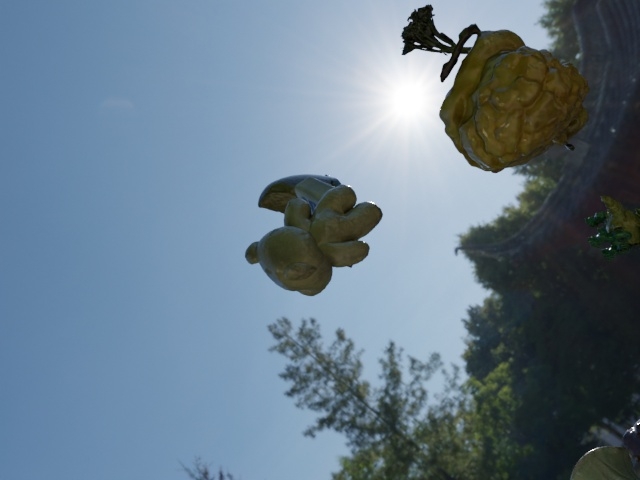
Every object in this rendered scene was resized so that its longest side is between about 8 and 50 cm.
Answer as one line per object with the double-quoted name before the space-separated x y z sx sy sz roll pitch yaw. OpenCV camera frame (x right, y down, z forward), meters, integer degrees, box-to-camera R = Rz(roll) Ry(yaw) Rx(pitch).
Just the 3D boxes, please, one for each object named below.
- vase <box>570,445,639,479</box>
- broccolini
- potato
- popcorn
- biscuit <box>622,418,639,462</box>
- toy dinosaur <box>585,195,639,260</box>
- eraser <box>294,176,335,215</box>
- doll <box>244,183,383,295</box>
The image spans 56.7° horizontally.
"vase" 0.650 0.568 1.059 0.249 0.445 0.250 -9 -66 -20
"broccolini" 0.335 -0.527 1.486 0.062 0.271 0.123 -92 2 -75
"potato" -0.064 -0.140 1.859 0.255 0.269 0.112 3 -59 -20
"popcorn" 0.430 -0.336 1.377 0.349 0.382 0.349 -29 -7 -4
"biscuit" 0.902 0.413 1.241 0.342 0.395 0.166 -6 -90 -21
"toy dinosaur" 0.648 -0.034 1.285 0.259 0.094 0.153 22 -33 -30
"eraser" 0.014 -0.070 1.349 0.058 0.172 0.117 -31 -60 -17
"doll" 0.003 0.003 1.143 0.278 0.175 0.149 -40 -57 -30
